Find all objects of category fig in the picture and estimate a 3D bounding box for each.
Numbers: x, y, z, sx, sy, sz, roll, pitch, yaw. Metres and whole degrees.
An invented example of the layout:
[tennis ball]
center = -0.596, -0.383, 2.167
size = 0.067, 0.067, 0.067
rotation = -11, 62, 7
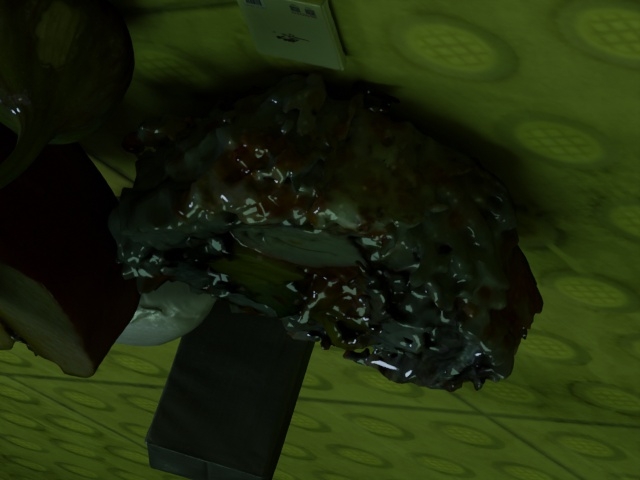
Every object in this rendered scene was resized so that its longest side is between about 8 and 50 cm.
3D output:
[fig]
center = -0.237, -0.111, 1.526
size = 0.149, 0.245, 0.149
rotation = 6, 137, 6

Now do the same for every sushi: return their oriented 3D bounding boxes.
[sushi]
center = -0.004, -0.001, 1.727
size = 0.418, 0.175, 0.417
rotation = 16, 162, 6

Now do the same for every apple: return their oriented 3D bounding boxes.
[apple]
center = -0.343, -0.017, 1.800
size = 0.295, 0.328, 0.365
rotation = -28, 131, 14

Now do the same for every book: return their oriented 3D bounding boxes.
[book]
center = -0.024, -0.173, 1.505
size = 0.077, 0.014, 0.111
rotation = 14, 161, 15

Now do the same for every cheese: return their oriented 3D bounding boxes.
[cheese]
center = -0.216, 0.032, 2.051
size = 0.189, 0.154, 0.198
rotation = 6, 163, -24

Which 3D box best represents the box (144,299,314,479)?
[box]
center = -0.098, 0.169, 2.217
size = 0.155, 0.231, 0.149
rotation = 16, 162, 3
